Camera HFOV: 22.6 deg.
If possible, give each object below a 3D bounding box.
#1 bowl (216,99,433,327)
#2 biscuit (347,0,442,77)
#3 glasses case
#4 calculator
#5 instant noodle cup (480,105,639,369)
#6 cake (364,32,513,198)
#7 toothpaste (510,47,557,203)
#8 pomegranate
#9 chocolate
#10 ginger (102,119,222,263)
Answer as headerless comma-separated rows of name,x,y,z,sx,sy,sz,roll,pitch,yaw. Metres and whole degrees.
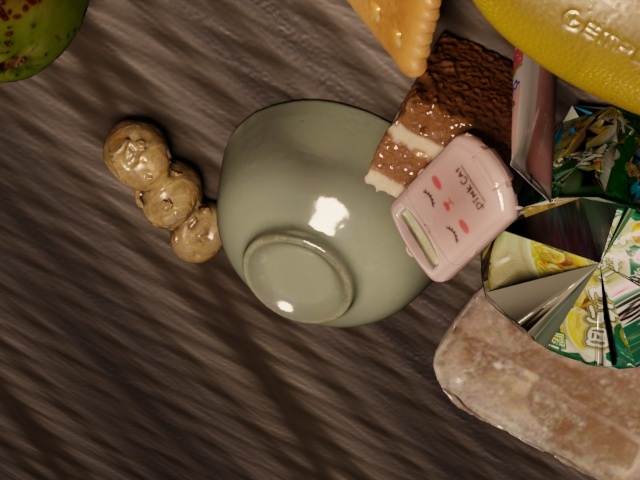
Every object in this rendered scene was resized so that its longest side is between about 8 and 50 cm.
bowl,0.000,0.000,1.788,0.289,0.146,0.289,14,136,14
biscuit,0.071,-0.288,1.494,0.030,0.160,0.250,-15,141,-22
glasses case,0.292,-0.214,1.453,0.371,0.141,0.173,26,137,0
calculator,0.129,-0.030,1.559,0.100,0.032,0.175,59,140,15
instant noodle cup,0.292,-0.013,1.617,0.240,0.178,0.240,13,135,13
cake,0.137,-0.106,1.628,0.134,0.135,0.147,25,133,6
toothpaste,0.205,-0.128,1.533,0.043,0.194,0.067,-22,133,33
pomegranate,-0.357,-0.287,1.662,0.214,0.214,0.248,-34,78,43
chocolate,0.285,0.152,1.837,0.303,0.100,0.185,28,126,-7
ginger,-0.175,-0.056,1.861,0.080,0.104,0.204,-38,117,-2
